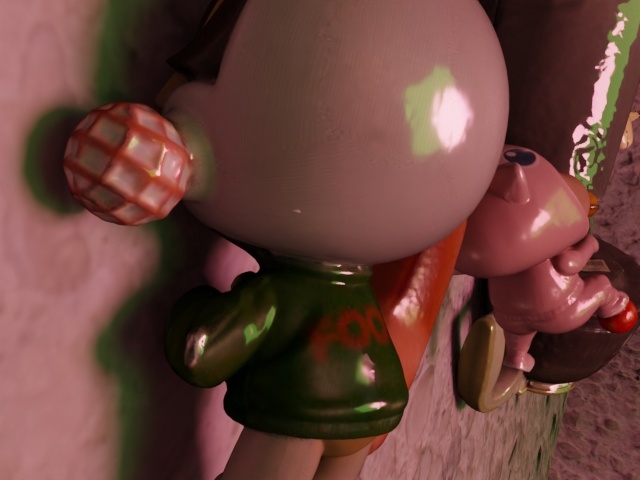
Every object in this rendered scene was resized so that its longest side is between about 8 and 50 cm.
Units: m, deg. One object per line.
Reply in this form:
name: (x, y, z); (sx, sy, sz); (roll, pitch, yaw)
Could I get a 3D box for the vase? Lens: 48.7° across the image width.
vase: (0.294, -0.205, 0.897); (0.245, 0.244, 0.292); (-1, 107, -64)

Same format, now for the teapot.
teapot: (0.355, 0.144, 1.093); (0.322, 0.239, 0.240); (-52, 155, -55)

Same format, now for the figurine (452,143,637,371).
figurine: (0.228, 0.009, 0.791); (0.186, 0.176, 0.288); (-45, 110, -29)

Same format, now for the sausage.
sausage: (0.064, 0.044, 0.623); (0.300, 0.083, 0.089); (-64, 149, -30)

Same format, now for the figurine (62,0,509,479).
figurine: (0.000, 0.000, 0.387); (0.281, 0.167, 0.370); (7, 96, -51)

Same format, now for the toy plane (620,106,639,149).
toy plane: (0.395, -0.248, 1.064); (0.104, 0.256, 0.242); (-27, 165, -30)
